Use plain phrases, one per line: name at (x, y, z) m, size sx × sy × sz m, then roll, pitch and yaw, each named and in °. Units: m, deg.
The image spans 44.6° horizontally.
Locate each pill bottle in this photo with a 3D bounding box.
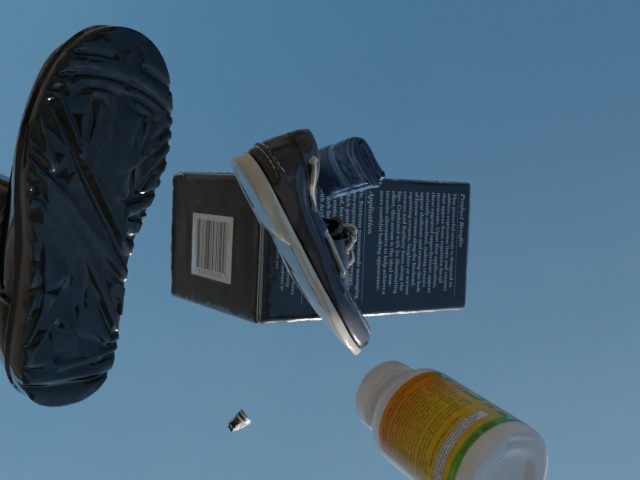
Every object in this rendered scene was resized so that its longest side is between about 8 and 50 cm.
pill bottle at (0.152, 0.244, 0.989) m, size 0.246 × 0.136 × 0.136 m, roll 27°, pitch -89°, yaw 55°

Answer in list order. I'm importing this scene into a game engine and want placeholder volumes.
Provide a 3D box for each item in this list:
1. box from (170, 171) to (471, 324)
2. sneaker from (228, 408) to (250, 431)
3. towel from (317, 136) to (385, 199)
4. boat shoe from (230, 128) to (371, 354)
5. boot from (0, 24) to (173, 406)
box at (0.000, 0.000, 1.259) m, size 0.294 × 0.396 × 0.211 m, roll 7°, pitch -84°, yaw 55°
sneaker at (-0.162, 0.358, 1.535) m, size 0.037 × 0.083 × 0.032 m, roll -29°, pitch -108°, yaw -24°
towel at (0.028, -0.089, 0.962) m, size 0.029 × 0.067 × 0.119 m, roll -36°, pitch -167°, yaw -25°
boat shoe at (0.005, 0.006, 0.602) m, size 0.065 × 0.206 × 0.075 m, roll -35°, pitch -146°, yaw -10°
boot at (-0.210, -0.032, 0.536) m, size 0.207 × 0.094 × 0.246 m, roll 20°, pitch -78°, yaw 39°
